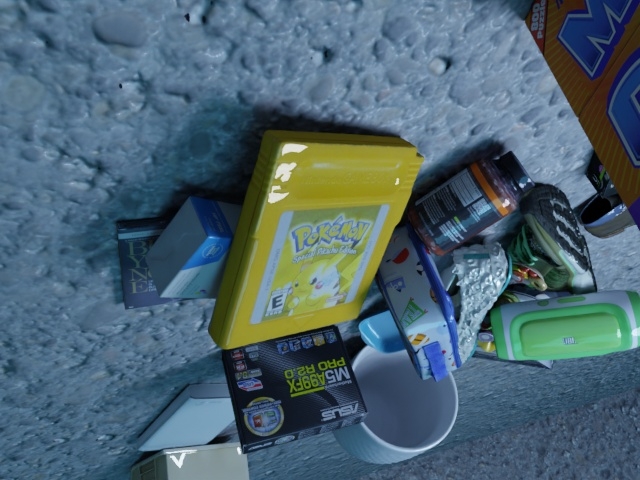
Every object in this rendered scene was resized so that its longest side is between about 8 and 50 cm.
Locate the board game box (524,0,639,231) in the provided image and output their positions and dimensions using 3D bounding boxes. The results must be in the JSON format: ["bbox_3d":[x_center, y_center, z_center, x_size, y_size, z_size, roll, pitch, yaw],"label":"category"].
[{"bbox_3d":[0.484,-0.246,0.541,0.356,0.357,0.356,-3,147,-11],"label":"board game box"}]

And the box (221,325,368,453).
[{"bbox_3d":[-0.060,0.313,1.238,0.269,0.216,0.060,-9,145,-16],"label":"box"}]

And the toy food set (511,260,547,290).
[{"bbox_3d":[0.419,0.072,1.179,0.083,0.082,0.020,40,76,-23],"label":"toy food set"}]

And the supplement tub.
[{"bbox_3d":[0.251,-0.065,0.960,0.197,0.106,0.106,-34,145,20],"label":"supplement tub"}]

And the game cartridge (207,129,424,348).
[{"bbox_3d":[0.000,0.000,0.842,0.285,0.052,0.324,-7,128,-41],"label":"game cartridge"}]

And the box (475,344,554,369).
[{"bbox_3d":[0.485,0.289,1.542,0.230,0.056,0.183,1,161,37],"label":"box"}]

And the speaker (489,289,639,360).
[{"bbox_3d":[0.522,0.183,1.228,0.296,0.131,0.131,-10,151,18],"label":"speaker"}]

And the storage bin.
[{"bbox_3d":[-0.373,0.675,1.649,0.262,0.123,0.260,8,149,-37],"label":"storage bin"}]

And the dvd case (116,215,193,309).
[{"bbox_3d":[-0.234,0.037,0.922,0.164,0.018,0.221,-7,144,-20],"label":"dvd case"}]

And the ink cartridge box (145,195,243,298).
[{"bbox_3d":[-0.126,0.021,0.871,0.231,0.078,0.134,8,133,-49],"label":"ink cartridge box"}]

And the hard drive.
[{"bbox_3d":[-0.311,0.452,1.466,0.203,0.040,0.307,10,137,-39],"label":"hard drive"}]

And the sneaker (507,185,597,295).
[{"bbox_3d":[0.453,0.033,1.200,0.181,0.158,0.410,-16,147,27],"label":"sneaker"}]

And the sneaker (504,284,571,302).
[{"bbox_3d":[0.553,0.174,1.476,0.320,0.128,0.126,19,131,-12],"label":"sneaker"}]

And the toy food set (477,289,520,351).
[{"bbox_3d":[0.423,0.192,1.368,0.128,0.071,0.218,-16,118,10],"label":"toy food set"}]

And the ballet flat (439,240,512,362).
[{"bbox_3d":[0.300,0.144,1.287,0.146,0.147,0.409,-11,140,-15],"label":"ballet flat"}]

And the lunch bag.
[{"bbox_3d":[0.184,0.125,1.072,0.114,0.243,0.303,-23,146,4],"label":"lunch bag"}]

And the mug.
[{"bbox_3d":[0.190,0.402,1.497,0.374,0.276,0.328,-39,166,-30],"label":"mug"}]

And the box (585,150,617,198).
[{"bbox_3d":[0.535,-0.130,1.059,0.052,0.062,0.083,-20,147,1],"label":"box"}]

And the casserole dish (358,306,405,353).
[{"bbox_3d":[0.173,0.193,1.294,0.188,0.037,0.114,-27,110,37],"label":"casserole dish"}]

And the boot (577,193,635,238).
[{"bbox_3d":[0.635,-0.078,1.174,0.106,0.082,0.219,10,138,-42],"label":"boot"}]
